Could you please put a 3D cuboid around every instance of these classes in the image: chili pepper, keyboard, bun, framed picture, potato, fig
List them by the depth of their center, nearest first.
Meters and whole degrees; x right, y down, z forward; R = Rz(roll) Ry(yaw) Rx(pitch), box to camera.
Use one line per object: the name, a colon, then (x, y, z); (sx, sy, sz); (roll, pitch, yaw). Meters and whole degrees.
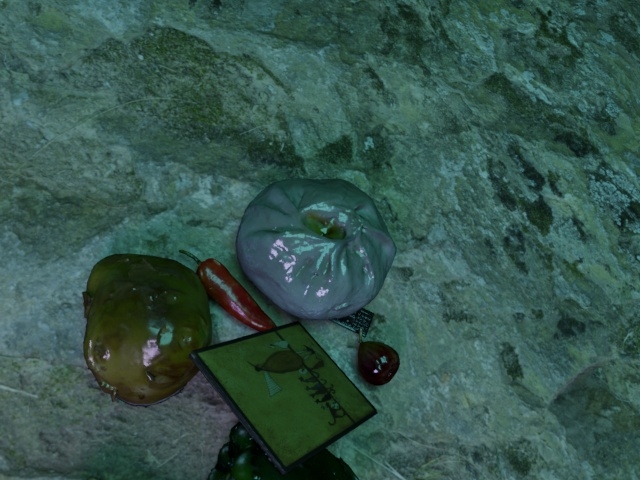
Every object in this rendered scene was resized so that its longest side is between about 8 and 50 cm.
chili pepper: (-0.068, 0.446, 1.024); (0.256, 0.248, 0.233); (27, 47, -16)
framed picture: (-0.052, 0.266, 1.101); (0.255, 0.014, 0.338); (46, 23, 21)
potato: (-0.316, 0.136, 1.112); (0.246, 0.196, 0.300); (-9, 66, -24)
chili pepper: (-0.189, 0.107, 1.243); (0.272, 0.063, 0.071); (43, 42, 2)
fig: (0.108, 0.245, 1.278); (0.088, 0.089, 0.125); (-23, 48, -27)
bun: (0.002, -0.005, 1.283); (0.354, 0.194, 0.355); (9, 58, -15)
keyboard: (0.023, 0.145, 1.329); (0.198, 0.010, 0.064); (26, 61, -5)

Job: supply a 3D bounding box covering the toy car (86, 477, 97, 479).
toy car: (-0.308, 0.503, 0.976); (0.256, 0.124, 0.101); (33, 58, 10)
